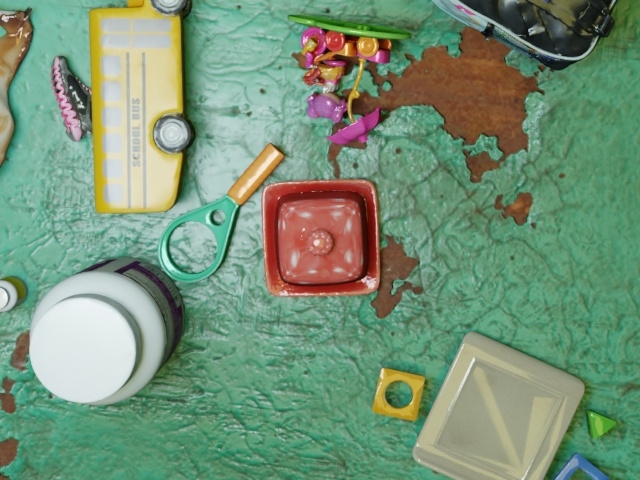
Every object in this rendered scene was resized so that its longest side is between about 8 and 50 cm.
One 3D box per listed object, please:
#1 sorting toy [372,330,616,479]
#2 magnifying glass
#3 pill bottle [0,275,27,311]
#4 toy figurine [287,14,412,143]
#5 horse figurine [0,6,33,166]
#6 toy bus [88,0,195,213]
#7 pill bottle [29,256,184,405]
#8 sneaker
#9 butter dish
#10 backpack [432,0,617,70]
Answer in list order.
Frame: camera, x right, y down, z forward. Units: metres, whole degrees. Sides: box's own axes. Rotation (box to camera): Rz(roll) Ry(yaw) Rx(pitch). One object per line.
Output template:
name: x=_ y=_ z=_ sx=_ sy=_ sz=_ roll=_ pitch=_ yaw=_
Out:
sorting toy: x=0.241 y=0.244 z=1.718 sx=0.348 sy=0.047 sz=0.196 roll=24 pitch=90 yaw=-1
magnifying glass: x=-0.133 y=-0.038 z=1.701 sx=0.092 sy=0.026 sz=0.231 roll=43 pitch=99 yaw=5
pill bottle: x=-0.429 y=0.073 z=1.699 sx=0.043 sy=0.083 sz=0.043 roll=0 pitch=94 yaw=1
toy figurine: x=0.026 y=-0.209 z=1.664 sx=0.173 sy=0.130 sz=0.159 roll=14 pitch=105 yaw=22
horse figurine: x=-0.471 y=-0.183 z=1.676 sx=0.175 sy=0.066 sz=0.263 roll=-2 pitch=87 yaw=-25
toy bus: x=-0.235 y=-0.205 z=1.657 sx=0.130 sy=0.108 sz=0.332 roll=-1 pitch=95 yaw=-3
pill bottle: x=-0.272 y=0.116 z=1.590 sx=0.169 sy=0.301 sz=0.169 roll=0 pitch=94 yaw=2
sneaker: x=-0.330 y=-0.196 z=1.703 sx=0.057 sy=0.047 sz=0.119 roll=-18 pitch=95 yaw=-19
butter dish: x=0.000 y=0.000 z=1.667 sx=0.160 sy=0.118 sz=0.160 roll=-2 pitch=94 yaw=1
backpack: x=0.255 y=-0.361 z=1.596 sx=0.254 sy=0.191 sz=0.225 roll=25 pitch=92 yaw=-8
